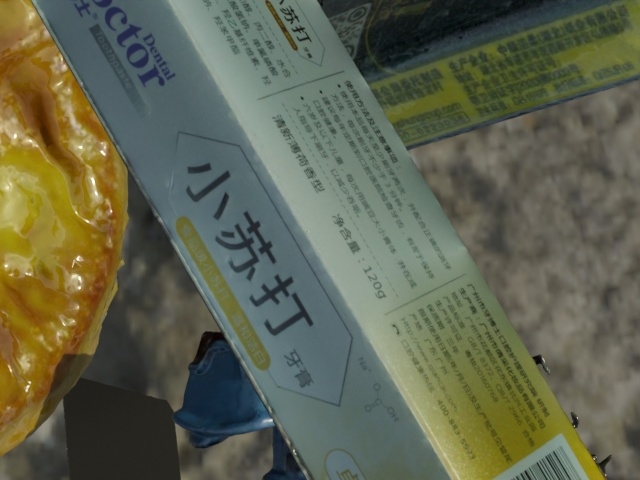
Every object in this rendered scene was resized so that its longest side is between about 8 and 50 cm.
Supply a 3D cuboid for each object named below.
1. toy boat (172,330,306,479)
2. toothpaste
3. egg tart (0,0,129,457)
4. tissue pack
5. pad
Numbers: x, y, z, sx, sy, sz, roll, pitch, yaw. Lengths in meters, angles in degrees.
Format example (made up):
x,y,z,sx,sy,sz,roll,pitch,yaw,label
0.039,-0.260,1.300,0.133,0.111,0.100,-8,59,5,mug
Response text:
x,y,z,sx,sy,sz,roll,pitch,yaw,label
0.016,0.091,1.042,0.100,0.097,0.223,1,180,38,toy boat
0.000,0.000,0.741,0.071,0.312,0.089,-35,173,41,toothpaste
-0.242,-0.036,1.027,0.132,0.341,0.341,-6,141,39,egg tart
0.105,-0.148,1.165,0.257,0.185,0.081,-16,125,32,tissue pack
-0.167,0.178,1.644,0.003,0.112,0.157,-19,157,28,pad
